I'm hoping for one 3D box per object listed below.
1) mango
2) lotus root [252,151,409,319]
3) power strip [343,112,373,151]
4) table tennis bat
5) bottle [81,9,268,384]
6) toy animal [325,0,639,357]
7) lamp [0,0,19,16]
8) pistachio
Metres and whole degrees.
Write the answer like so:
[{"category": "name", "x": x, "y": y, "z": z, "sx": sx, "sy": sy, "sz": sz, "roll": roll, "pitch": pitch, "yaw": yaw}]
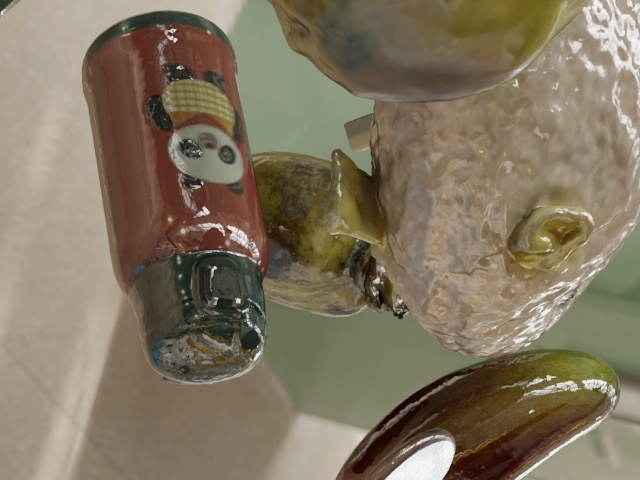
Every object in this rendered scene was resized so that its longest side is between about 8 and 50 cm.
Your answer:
[{"category": "mango", "x": 0.123, "y": 0.162, "z": 1.345, "sx": 0.267, "sy": 0.111, "sz": 0.133, "roll": -27, "pitch": 162, "yaw": -8}, {"category": "lotus root", "x": 0.002, "y": -0.002, "z": 1.554, "sx": 0.154, "sy": 0.278, "sz": 0.154, "roll": -19, "pitch": 118, "yaw": -40}, {"category": "power strip", "x": 0.068, "y": -0.110, "z": 1.566, "sx": 0.123, "sy": 0.056, "sz": 0.032, "roll": 170, "pitch": -96, "yaw": -74}, {"category": "table tennis bat", "x": 0.071, "y": 0.220, "z": 1.072, "sx": 0.107, "sy": 0.119, "sz": 0.170, "roll": -16, "pitch": 141, "yaw": -46}, {"category": "bottle", "x": -0.119, "y": -0.032, "z": 1.415, "sx": 0.144, "sy": 0.144, "sz": 0.336, "roll": 59, "pitch": 15, "yaw": -57}, {"category": "toy animal", "x": 0.132, "y": -0.082, "z": 1.071, "sx": 0.226, "sy": 0.188, "sz": 0.358, "roll": -16, "pitch": 116, "yaw": -62}, {"category": "lamp", "x": -0.170, "y": -0.086, "z": 0.639, "sx": 0.121, "sy": 0.054, "sz": 0.041, "roll": -42, "pitch": -171, "yaw": -4}, {"category": "pistachio", "x": 0.045, "y": -0.124, "z": 0.758, "sx": 0.110, "sy": 0.189, "sz": 0.100, "roll": 41, "pitch": 55, "yaw": -50}]
